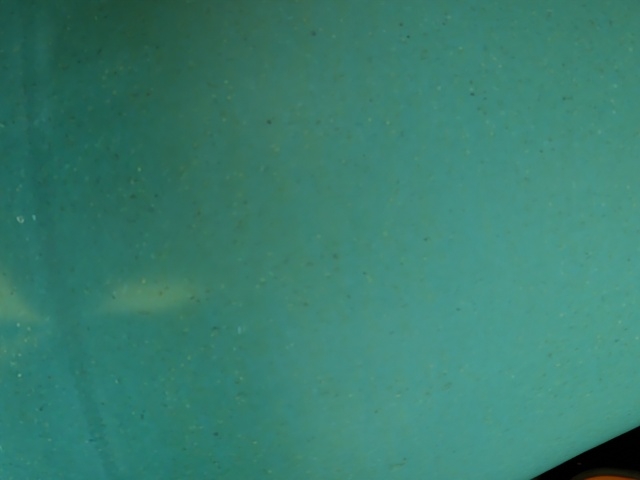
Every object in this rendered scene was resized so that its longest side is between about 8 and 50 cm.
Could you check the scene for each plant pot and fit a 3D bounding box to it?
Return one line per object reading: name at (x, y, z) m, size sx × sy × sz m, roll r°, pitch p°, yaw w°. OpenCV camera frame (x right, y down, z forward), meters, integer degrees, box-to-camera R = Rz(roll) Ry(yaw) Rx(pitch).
plant pot at (0.018, -0.020, 0.498) m, size 0.255 × 0.271 × 0.271 m, roll -8°, pitch 111°, yaw 7°

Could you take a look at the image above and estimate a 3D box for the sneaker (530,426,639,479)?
sneaker at (0.233, 0.188, 0.689) m, size 0.321 × 0.124 × 0.180 m, roll 19°, pitch 123°, yaw 24°
